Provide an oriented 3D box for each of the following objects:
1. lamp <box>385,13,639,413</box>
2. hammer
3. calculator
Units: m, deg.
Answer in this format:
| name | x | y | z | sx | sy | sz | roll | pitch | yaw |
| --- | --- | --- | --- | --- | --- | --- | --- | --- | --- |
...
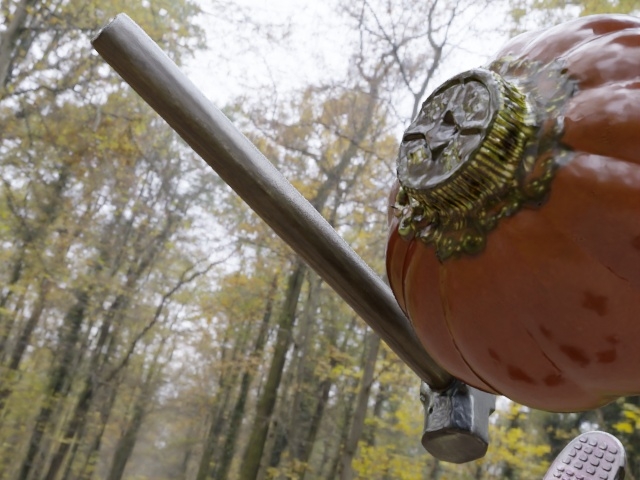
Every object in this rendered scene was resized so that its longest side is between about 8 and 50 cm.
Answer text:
| name | x | y | z | sx | sy | sz | roll | pitch | yaw |
| --- | --- | --- | --- | --- | --- | --- | --- | --- | --- |
| lamp | 0.136 | -0.016 | 0.403 | 0.196 | 0.223 | 0.223 | 27 | -27 | -29 |
| hammer | 0.000 | 0.000 | 0.468 | 0.043 | 0.111 | 0.365 | -28 | -63 | 34 |
| calculator | 0.337 | 0.323 | 0.937 | 0.024 | 0.166 | 0.103 | 44 | -17 | -25 |
